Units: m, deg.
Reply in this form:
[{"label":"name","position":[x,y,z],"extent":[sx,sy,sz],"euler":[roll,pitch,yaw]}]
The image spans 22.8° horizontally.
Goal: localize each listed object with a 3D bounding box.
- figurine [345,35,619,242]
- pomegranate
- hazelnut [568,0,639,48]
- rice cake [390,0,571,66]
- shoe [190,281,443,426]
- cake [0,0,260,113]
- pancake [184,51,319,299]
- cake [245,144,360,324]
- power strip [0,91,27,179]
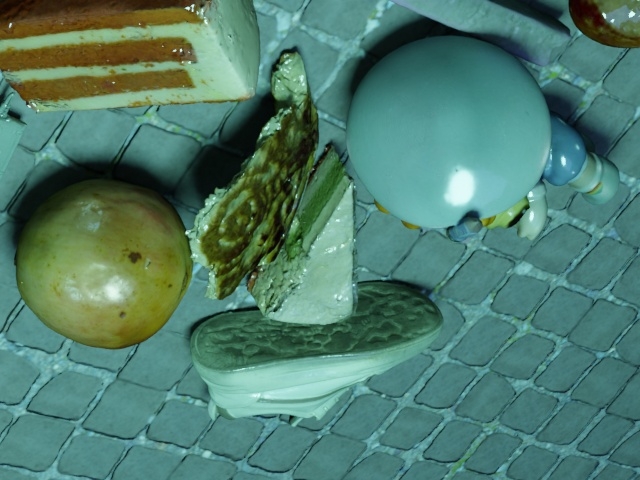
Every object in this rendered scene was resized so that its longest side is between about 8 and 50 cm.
[{"label":"figurine","position":[0.194,-0.121,1.772],"extent":[0.382,0.224,0.205],"euler":[-10,142,-56]},{"label":"pomegranate","position":[-0.228,0.022,1.666],"extent":[0.191,0.191,0.191],"euler":[-14,132,-15]},{"label":"hazelnut","position":[0.345,-0.277,1.737],"extent":[0.154,0.143,0.143],"euler":[-30,135,10]},{"label":"rice cake","position":[0.127,-0.260,1.680],"extent":[0.365,0.072,0.056],"euler":[16,117,-38]},{"label":"shoe","position":[-0.007,0.156,1.936],"extent":[0.316,0.124,0.159],"euler":[-6,131,-16]},{"label":"cake","position":[-0.183,-0.183,1.528],"extent":[0.262,0.159,0.158],"euler":[-30,138,2]},{"label":"pancake","position":[-0.066,-0.053,1.734],"extent":[0.257,0.056,0.212],"euler":[-56,158,-13]},{"label":"cake","position":[0.015,0.005,1.835],"extent":[0.117,0.086,0.220],"euler":[14,121,-34]},{"label":"power strip","position":[-0.367,-0.054,1.638],"extent":[0.060,0.027,0.252],"euler":[13,121,-33]}]
